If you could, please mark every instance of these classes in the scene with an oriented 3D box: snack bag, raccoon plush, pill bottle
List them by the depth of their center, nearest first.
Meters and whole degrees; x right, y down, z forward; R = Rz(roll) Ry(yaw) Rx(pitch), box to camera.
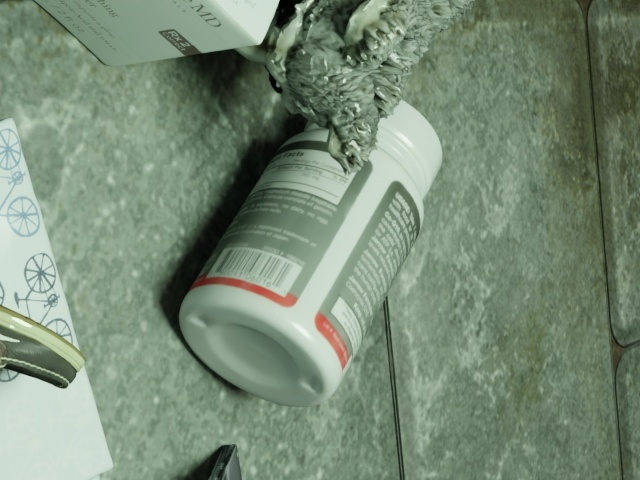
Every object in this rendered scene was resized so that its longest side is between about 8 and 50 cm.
[{"bbox_3d":[-0.317,0.104,0.992,0.342,0.037,0.323,-26,110,-47],"label":"snack bag"},{"bbox_3d":[0.119,-0.241,1.211,0.446,0.299,0.216,-20,134,-8],"label":"raccoon plush"},{"bbox_3d":[0.000,0.000,1.274,0.161,0.161,0.283,55,51,-34],"label":"pill bottle"}]

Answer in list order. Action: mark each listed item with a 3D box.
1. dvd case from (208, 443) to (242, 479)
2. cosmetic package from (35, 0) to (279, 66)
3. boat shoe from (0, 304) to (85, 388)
[{"bbox_3d":[-0.076,0.313,1.218,0.164,0.018,0.221,-69,153,-82],"label":"dvd case"},{"bbox_3d":[-0.134,-0.251,1.100,0.151,0.183,0.151,40,60,-41],"label":"cosmetic package"},{"bbox_3d":[-0.270,0.069,0.964,0.223,0.080,0.073,33,71,-40],"label":"boat shoe"}]
